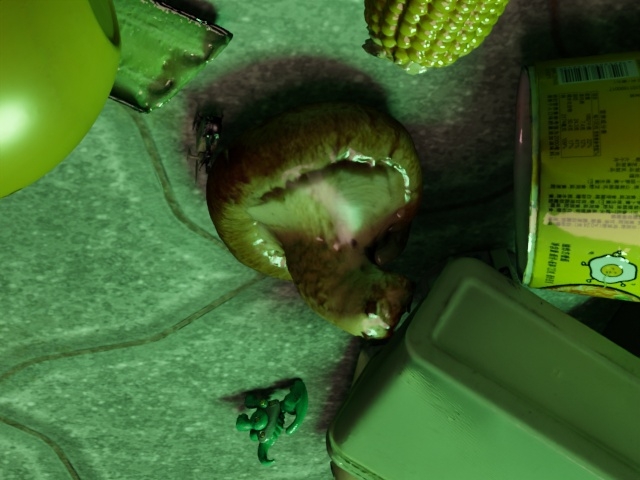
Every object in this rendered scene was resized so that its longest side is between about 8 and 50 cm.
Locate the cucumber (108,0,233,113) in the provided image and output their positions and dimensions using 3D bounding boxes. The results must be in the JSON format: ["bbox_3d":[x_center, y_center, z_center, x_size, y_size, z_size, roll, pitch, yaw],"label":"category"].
[{"bbox_3d":[-0.202,-0.197,1.341,0.193,0.086,0.115,20,89,-27],"label":"cucumber"}]

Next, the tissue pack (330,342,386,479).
[{"bbox_3d":[0.141,0.262,1.911,0.215,0.123,0.256,2,129,-12],"label":"tissue pack"}]

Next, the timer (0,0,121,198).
[{"bbox_3d":[-0.379,-0.182,1.123,0.387,0.376,0.376,-16,140,1],"label":"timer"}]

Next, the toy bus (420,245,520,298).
[{"bbox_3d":[0.223,0.119,1.741,0.142,0.142,0.202,-20,138,6],"label":"toy bus"}]

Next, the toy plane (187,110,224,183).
[{"bbox_3d":[-0.130,-0.109,1.481,0.031,0.049,0.120,5,156,-14],"label":"toy plane"}]

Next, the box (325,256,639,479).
[{"bbox_3d":[0.217,0.220,1.541,0.352,0.177,0.344,32,150,4],"label":"box"}]

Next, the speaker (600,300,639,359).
[{"bbox_3d":[0.492,0.208,1.781,0.232,0.184,0.254,32,94,-38],"label":"speaker"}]

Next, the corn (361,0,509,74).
[{"bbox_3d":[0.150,-0.317,1.209,0.144,0.144,0.387,10,134,-20],"label":"corn"}]

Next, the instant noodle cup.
[{"bbox_3d":[0.344,-0.070,1.417,0.254,0.325,0.325,0,141,4],"label":"instant noodle cup"}]

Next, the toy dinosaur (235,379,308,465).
[{"bbox_3d":[-0.067,0.263,1.891,0.096,0.132,0.059,-5,148,35],"label":"toy dinosaur"}]

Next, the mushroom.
[{"bbox_3d":[-0.005,-0.036,1.484,0.267,0.254,0.267,-1,114,-1],"label":"mushroom"}]
